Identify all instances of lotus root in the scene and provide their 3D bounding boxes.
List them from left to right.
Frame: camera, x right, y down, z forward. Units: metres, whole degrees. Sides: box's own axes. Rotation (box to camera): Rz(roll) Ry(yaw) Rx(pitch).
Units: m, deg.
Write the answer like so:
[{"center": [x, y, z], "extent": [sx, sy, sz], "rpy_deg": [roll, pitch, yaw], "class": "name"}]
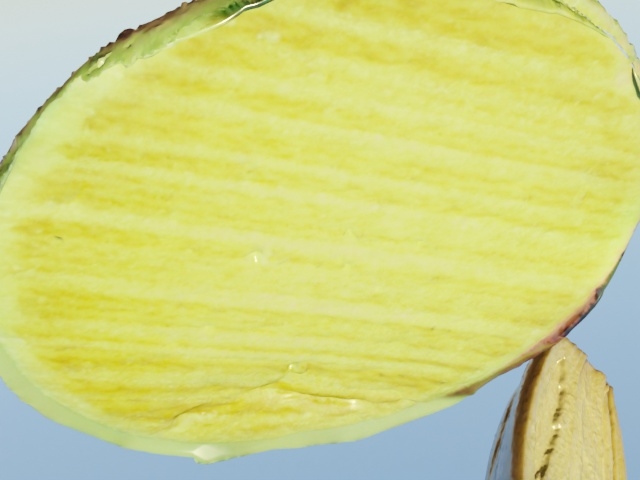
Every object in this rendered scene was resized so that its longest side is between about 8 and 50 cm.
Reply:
[{"center": [0.174, 0.156, 0.985], "extent": [0.095, 0.159, 0.135], "rpy_deg": [-9, -126, 37], "class": "lotus root"}]

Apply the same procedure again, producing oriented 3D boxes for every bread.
[{"center": [-0.001, -0.004, 0.539], "extent": [0.301, 0.301, 0.045], "rpy_deg": [-7, -130, -13], "class": "bread"}]
